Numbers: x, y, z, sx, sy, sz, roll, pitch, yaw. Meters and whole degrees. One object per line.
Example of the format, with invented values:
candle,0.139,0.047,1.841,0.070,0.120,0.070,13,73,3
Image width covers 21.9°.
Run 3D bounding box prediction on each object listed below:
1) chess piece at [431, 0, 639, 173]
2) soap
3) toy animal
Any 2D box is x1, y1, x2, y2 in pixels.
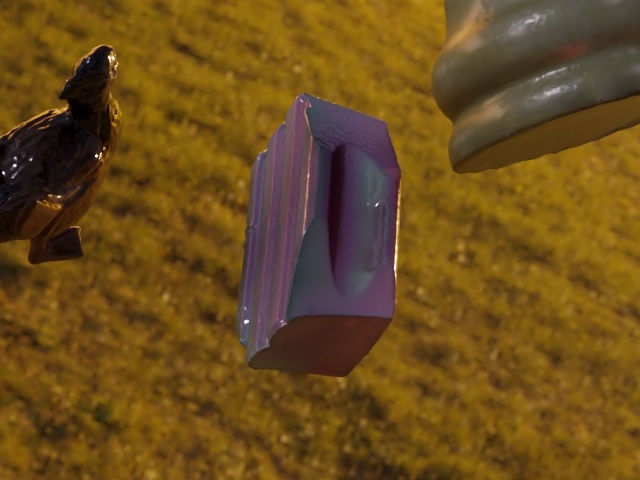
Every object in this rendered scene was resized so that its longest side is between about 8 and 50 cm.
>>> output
chess piece,0.105,-0.178,0.916,0.144,0.251,0.144,-17,-7,-2
soap,0.000,0.000,0.830,0.056,0.100,0.149,15,52,-15
toy animal,-0.206,-0.050,1.184,0.089,0.179,0.188,38,48,11
